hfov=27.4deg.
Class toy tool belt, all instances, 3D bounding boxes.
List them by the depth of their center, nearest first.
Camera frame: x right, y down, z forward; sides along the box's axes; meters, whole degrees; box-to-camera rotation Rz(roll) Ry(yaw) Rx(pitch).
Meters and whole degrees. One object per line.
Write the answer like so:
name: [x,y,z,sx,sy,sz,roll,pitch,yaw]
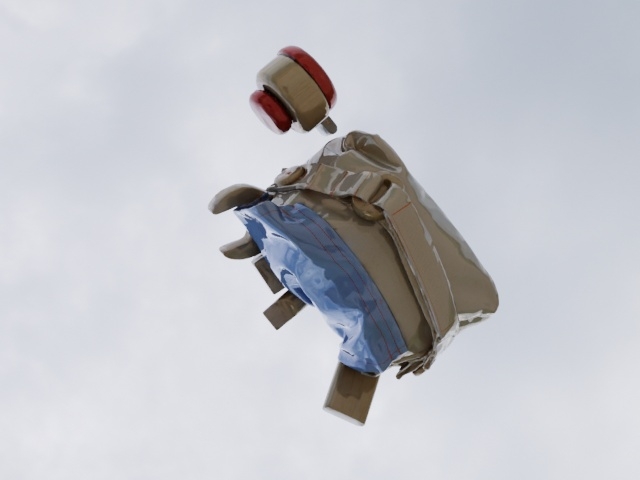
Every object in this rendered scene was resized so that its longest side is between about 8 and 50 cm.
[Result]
toy tool belt: [0.000,0.000,0.318,0.051,0.052,0.083,-41,-81,-12]
